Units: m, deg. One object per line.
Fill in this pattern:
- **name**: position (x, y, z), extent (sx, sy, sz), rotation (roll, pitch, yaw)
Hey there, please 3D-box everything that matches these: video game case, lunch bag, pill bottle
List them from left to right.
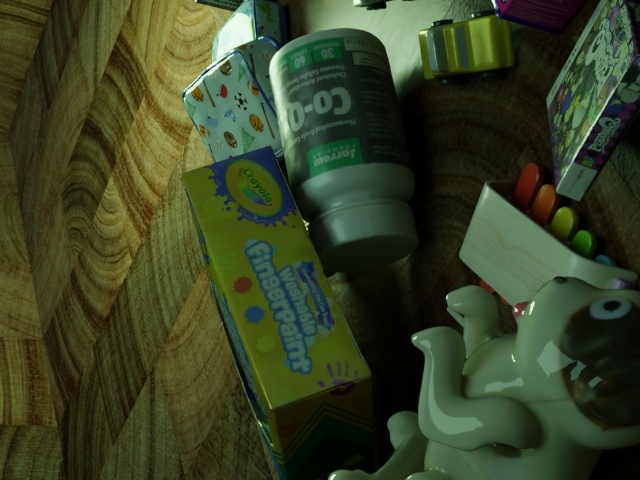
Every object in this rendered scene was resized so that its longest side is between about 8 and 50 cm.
- **lunch bag**: position (-0.148, -0.383, 2.536), extent (0.219, 0.090, 0.176), rotation (-37, 51, 53)
- **lunch bag**: position (-0.136, -0.244, 2.391), extent (0.243, 0.115, 0.303), rotation (59, 147, -2)
- **pill bottle**: position (0.042, -0.144, 2.001), extent (0.204, 0.204, 0.361), rotation (-38, 57, 52)
- **video game case**: position (0.350, -0.197, 1.537), extent (0.232, 0.042, 0.210), rotation (-81, 12, -52)

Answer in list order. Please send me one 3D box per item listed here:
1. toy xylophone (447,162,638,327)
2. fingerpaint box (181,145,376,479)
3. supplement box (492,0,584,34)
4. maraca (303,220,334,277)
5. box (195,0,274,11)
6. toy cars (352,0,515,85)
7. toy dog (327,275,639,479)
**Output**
- **toy xylophone**: position (0.279, 0.049, 1.662), extent (0.322, 0.081, 0.236), rotation (58, 133, 49)
- **fingerpaint box**: position (-0.067, 0.140, 1.963), extent (0.371, 0.163, 0.444), rotation (85, 164, -57)
- **supplement box**: position (0.326, -0.403, 1.657), extent (0.220, 0.114, 0.111), rotation (-53, 40, 40)
- **maraca**: position (0.000, 0.000, 2.173), extent (0.185, 0.099, 0.127), rotation (-97, 14, -68)
- **box**: position (-0.177, -0.602, 2.558), extent (0.167, 0.168, 0.203), rotation (-57, 37, 36)
- **toy cars**: position (0.146, -0.356, 1.906), extent (0.393, 0.087, 0.176), rotation (51, 137, 34)
- **toy dog**: position (0.258, 0.223, 1.441), extent (0.395, 0.284, 0.408), rotation (44, 119, 19)
